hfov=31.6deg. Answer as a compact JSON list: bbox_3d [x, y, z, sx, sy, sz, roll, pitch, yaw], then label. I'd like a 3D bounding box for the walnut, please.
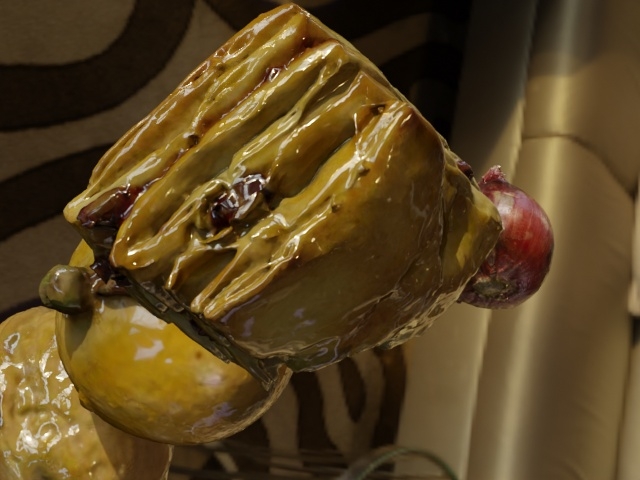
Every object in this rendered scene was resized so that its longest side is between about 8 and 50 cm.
[{"bbox_3d":[-0.368,0.253,1.608,0.306,0.306,0.344,16,49,-53],"label":"walnut"}]

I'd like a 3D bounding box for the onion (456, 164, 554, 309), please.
[{"bbox_3d":[0.217,-0.013,1.415,0.159,0.159,0.195,51,38,-40],"label":"onion"}]

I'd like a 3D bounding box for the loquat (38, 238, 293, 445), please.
[{"bbox_3d":[-0.187,0.089,1.385,0.359,0.328,0.329,16,77,-48],"label":"loquat"}]

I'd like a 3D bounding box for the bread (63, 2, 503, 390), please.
[{"bbox_3d":[0.000,0.000,1.014,0.314,0.191,0.370,-46,134,-1],"label":"bread"}]
